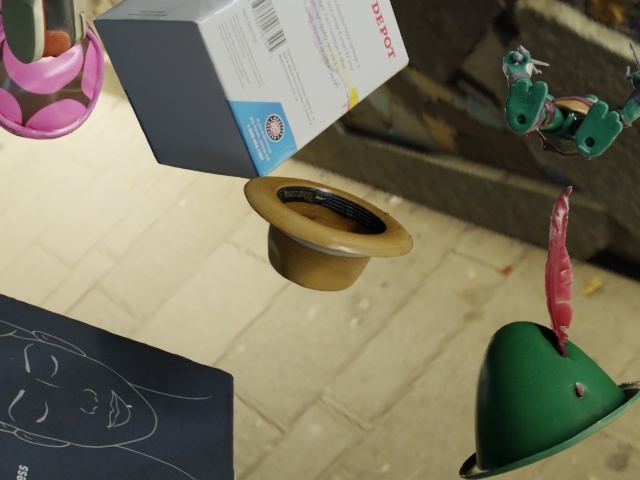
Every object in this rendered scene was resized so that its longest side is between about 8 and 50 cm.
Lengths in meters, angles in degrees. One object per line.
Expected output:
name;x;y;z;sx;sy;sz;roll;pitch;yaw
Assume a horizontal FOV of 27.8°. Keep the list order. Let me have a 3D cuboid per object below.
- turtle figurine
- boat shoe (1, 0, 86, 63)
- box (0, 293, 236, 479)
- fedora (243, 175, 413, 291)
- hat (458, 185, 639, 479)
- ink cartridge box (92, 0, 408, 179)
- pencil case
turtle figurine;0.275;-0.144;1.376;0.175;0.118;0.234;3;15;19
boat shoe;-0.146;-0.159;0.704;0.043;0.137;0.049;-26;53;-36
box;-0.352;0.290;1.270;0.297;0.471;0.480;-61;15;23
fedora;0.000;0.000;1.312;0.079;0.194;0.194;-70;24;16
hat;0.161;0.080;1.100;0.173;0.184;0.208;-27;-3;20
ink cartridge box;-0.073;-0.230;1.491;0.197;0.198;0.270;11;42;45
pencil case;-0.212;-0.132;0.890;0.098;0.095;0.209;-54;32;-3
